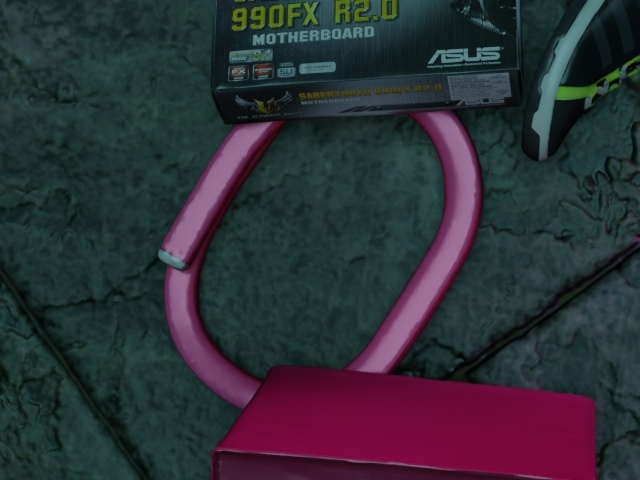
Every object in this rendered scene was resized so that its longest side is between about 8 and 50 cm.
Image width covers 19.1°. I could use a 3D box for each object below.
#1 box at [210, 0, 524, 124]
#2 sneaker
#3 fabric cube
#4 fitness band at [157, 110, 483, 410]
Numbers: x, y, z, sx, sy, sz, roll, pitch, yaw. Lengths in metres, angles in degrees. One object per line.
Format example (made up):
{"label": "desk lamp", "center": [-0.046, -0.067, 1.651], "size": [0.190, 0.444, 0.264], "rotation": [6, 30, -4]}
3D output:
{"label": "box", "center": [0.037, -0.184, 1.440], "size": [0.231, 0.056, 0.183], "rotation": [-2, 63, 8]}
{"label": "sneaker", "center": [0.232, -0.156, 1.432], "size": [0.097, 0.084, 0.234], "rotation": [28, 91, 7]}
{"label": "fabric cube", "center": [0.059, 0.245, 1.328], "size": [0.254, 0.258, 0.259], "rotation": [6, 99, 5]}
{"label": "fitness band", "center": [0.000, 0.000, 1.473], "size": [0.209, 0.054, 0.291], "rotation": [33, 93, 8]}
